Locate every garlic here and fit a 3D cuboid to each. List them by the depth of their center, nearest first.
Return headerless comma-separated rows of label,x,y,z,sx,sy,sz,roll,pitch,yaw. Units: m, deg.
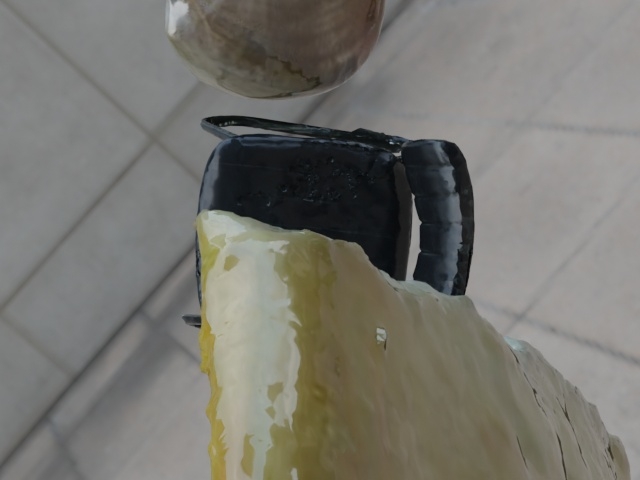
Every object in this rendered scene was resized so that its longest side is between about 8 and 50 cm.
garlic,-0.038,-0.151,1.085,0.090,0.198,0.128,33,121,40

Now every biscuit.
biscuit,0.079,0.210,0.748,0.104,0.429,0.446,-17,54,20

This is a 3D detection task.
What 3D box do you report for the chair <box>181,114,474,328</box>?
chair,0.000,0.000,0.999,0.221,0.145,0.140,-153,67,-83
